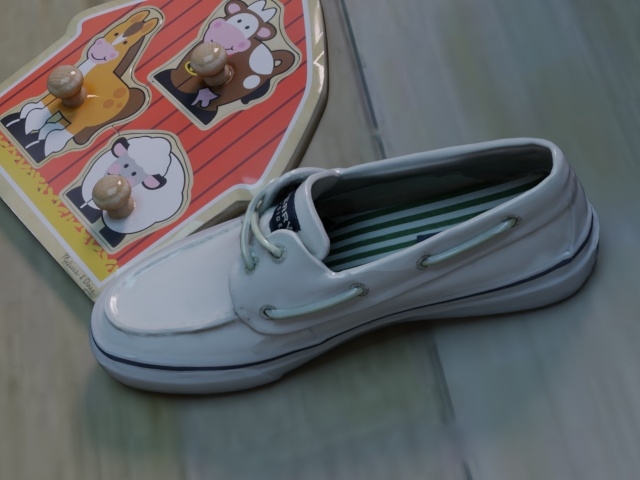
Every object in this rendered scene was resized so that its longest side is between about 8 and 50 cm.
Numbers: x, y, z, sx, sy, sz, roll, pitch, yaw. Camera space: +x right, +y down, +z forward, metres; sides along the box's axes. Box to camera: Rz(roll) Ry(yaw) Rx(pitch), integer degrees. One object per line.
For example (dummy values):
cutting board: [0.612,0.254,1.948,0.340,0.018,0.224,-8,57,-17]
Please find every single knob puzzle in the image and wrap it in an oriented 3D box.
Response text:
knob puzzle: [-0.080,-0.077,0.701,0.213,0.030,0.213,-10,51,13]

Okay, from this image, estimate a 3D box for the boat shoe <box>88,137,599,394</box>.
boat shoe: [0.000,0.000,0.580,0.226,0.076,0.083,-16,50,9]
